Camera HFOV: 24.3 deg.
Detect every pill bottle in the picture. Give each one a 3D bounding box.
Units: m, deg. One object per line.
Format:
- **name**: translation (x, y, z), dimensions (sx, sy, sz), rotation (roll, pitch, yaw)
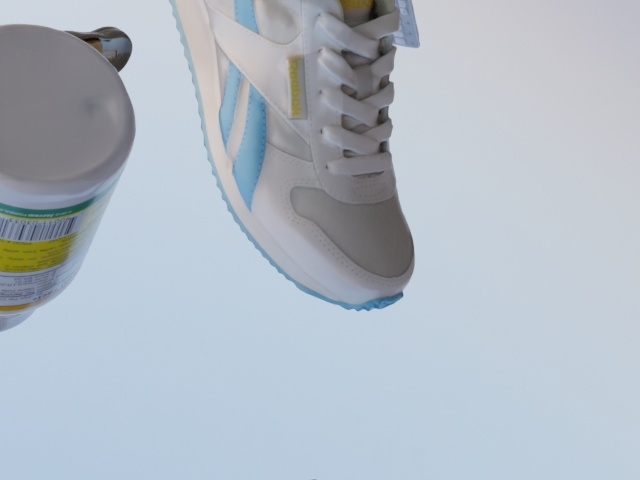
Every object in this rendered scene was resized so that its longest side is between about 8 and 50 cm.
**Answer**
- **pill bottle**: translation (-0.189, -0.026, 0.896), dimensions (0.118, 0.208, 0.117), rotation (10, -122, -16)

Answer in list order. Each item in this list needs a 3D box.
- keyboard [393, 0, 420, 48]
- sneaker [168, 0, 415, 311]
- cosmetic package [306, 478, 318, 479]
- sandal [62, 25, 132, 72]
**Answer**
- **keyboard**: translation (0.029, -0.227, 1.168), dimensions (0.072, 0.014, 0.256), rotation (5, 155, 14)
- **sneaker**: translation (-0.004, -0.076, 0.729), dimensions (0.087, 0.092, 0.228), rotation (-13, -101, -48)
- **cosmetic package**: translation (0.032, 0.409, 1.235), dimensions (0.385, 0.156, 0.217), rotation (68, -169, 22)
- **sandal**: translation (-0.221, -0.155, 1.365), dimensions (0.049, 0.072, 0.180), rotation (37, -151, 14)
